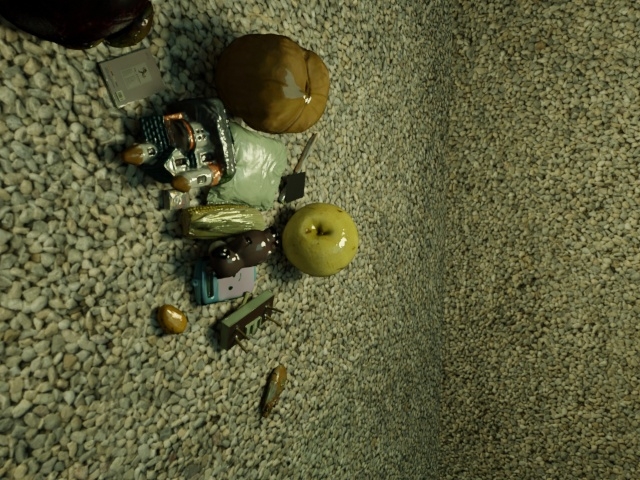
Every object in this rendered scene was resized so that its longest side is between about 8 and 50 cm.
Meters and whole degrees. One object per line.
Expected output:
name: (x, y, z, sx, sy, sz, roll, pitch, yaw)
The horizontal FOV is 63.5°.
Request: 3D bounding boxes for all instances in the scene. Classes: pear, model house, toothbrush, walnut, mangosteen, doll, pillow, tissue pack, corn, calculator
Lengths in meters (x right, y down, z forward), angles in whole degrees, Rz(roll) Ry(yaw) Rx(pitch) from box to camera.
pear: (0.000, 0.000, 2.040, 0.309, 0.309, 0.309, -9, 101, -54)
model house: (-0.421, -0.263, 1.498, 0.301, 0.190, 0.271, -28, 118, -49)
toothbrush: (-0.085, -0.302, 2.106, 0.375, 0.028, 0.037, -66, 146, -25)
walnut: (-0.159, -0.505, 1.685, 0.354, 0.398, 0.308, 21, 101, -39)
mangosteen: (-0.531, -0.614, 1.150, 0.421, 0.381, 0.381, 20, 78, -53)
doll: (-0.257, 0.038, 1.675, 0.257, 0.117, 0.182, -22, 154, -15)
pillow: (-0.251, -0.239, 1.791, 0.310, 0.138, 0.283, 12, 95, -50)
tissue pack: (-0.446, -0.130, 1.609, 0.083, 0.035, 0.063, -16, 106, -53)
corn: (-0.321, -0.055, 1.701, 0.305, 0.123, 0.122, -5, 113, -44)
calculator: (-0.330, 0.125, 1.788, 0.293, 0.051, 0.173, -7, 100, -54)

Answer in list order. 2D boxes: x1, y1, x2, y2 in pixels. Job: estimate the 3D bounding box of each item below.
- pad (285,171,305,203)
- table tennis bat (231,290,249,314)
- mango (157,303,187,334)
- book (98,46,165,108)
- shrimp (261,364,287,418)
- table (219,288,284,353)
pad: (-0.099, -0.215, 2.081, 0.157, 0.003, 0.112, -28, 127, -61)
table tennis bat: (-0.285, 0.252, 1.852, 0.087, 0.013, 0.156, -2, 117, -59)
mango: (-0.463, 0.245, 1.610, 0.079, 0.057, 0.114, -48, 128, -31)
book: (-0.531, -0.464, 1.471, 0.181, 0.014, 0.127, -44, 128, -43)
shrimp: (-0.179, 0.602, 2.058, 0.115, 0.051, 0.217, 49, 53, -48)
table: (-0.236, 0.299, 1.849, 0.240, 0.111, 0.122, -35, 146, -45)
